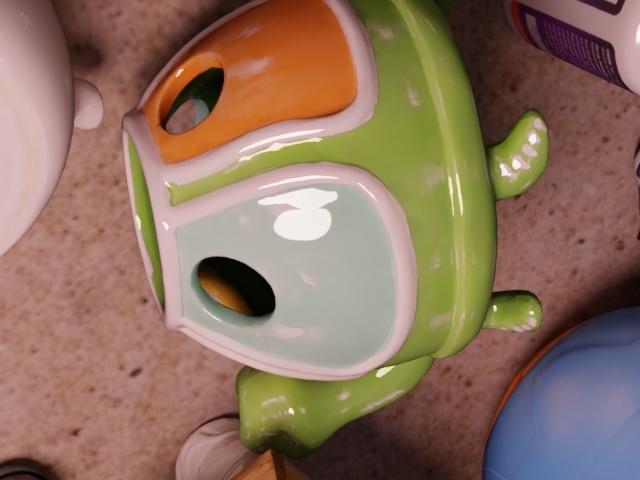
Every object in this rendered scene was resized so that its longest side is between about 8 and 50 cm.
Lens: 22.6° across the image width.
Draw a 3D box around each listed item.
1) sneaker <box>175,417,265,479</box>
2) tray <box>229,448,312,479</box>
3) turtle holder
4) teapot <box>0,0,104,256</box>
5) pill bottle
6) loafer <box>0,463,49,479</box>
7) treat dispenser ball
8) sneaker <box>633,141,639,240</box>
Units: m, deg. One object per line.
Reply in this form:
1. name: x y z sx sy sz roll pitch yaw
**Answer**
1. sneaker: -0.050 0.250 1.153 0.090 0.115 0.232 -13 99 -20
2. tray: -0.115 0.336 1.103 0.411 0.076 0.203 -39 120 15
3. turtle holder: -0.005 -0.019 1.038 0.227 0.243 0.320 -13 158 -13
4. teapot: -0.251 -0.106 0.834 0.253 0.187 0.256 -5 137 -4
5. pill bottle: 0.225 -0.160 1.123 0.108 0.193 0.108 -16 121 -28
6. loafer: -0.263 0.273 1.073 0.267 0.084 0.096 -48 130 -5
7. treat dispenser ball: 0.272 0.194 1.274 0.288 0.288 0.288 -16 121 -28
8. sneaker: 0.355 -0.074 1.348 0.224 0.083 0.098 -21 139 -15
